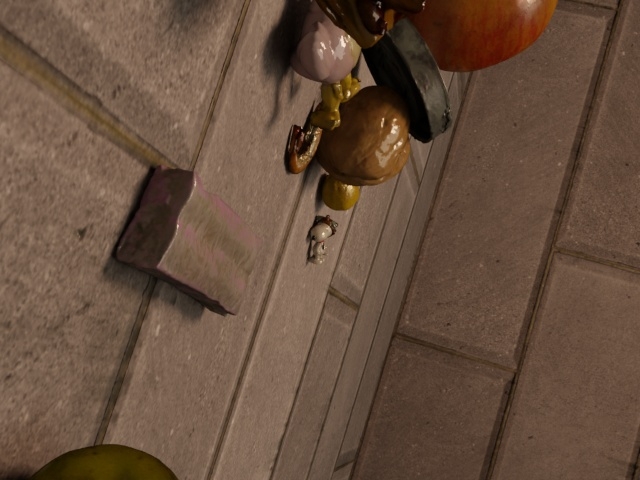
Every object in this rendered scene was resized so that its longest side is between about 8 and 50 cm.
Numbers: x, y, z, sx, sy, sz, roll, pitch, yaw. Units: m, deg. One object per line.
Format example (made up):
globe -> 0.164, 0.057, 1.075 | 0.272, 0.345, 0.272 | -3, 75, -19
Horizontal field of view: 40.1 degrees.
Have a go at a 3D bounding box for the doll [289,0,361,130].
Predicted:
doll -> 0.013, -0.312, 1.025 | 0.160, 0.094, 0.365 | -64, 165, -48

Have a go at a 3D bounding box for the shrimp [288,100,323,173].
shrimp -> -0.017, -0.155, 1.244 | 0.091, 0.025, 0.127 | 70, 40, -67

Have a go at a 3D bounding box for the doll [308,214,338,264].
doll -> 0.003, -0.001, 1.491 | 0.058, 0.040, 0.085 | -50, 151, -33

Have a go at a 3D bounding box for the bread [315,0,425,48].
bread -> 0.070, -0.372, 0.805 | 0.277, 0.167, 0.325 | 52, 47, -27

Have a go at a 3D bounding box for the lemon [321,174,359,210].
lemon -> 0.033, -0.081, 1.464 | 0.092, 0.065, 0.065 | 69, 38, -66

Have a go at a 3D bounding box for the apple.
apple -> 0.277, -0.466, 1.570 | 0.301, 0.301, 0.302 | 16, 90, -78

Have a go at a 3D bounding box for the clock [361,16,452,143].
clock -> 0.131, -0.260, 1.368 | 0.049, 0.226, 0.226 | -29, 157, -6

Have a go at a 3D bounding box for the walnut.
walnut -> 0.070, -0.159, 1.352 | 0.166, 0.149, 0.166 | -52, -176, 6

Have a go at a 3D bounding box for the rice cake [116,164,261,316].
rice cake -> -0.123, 0.008, 0.922 | 0.298, 0.050, 0.106 | 56, 51, -73

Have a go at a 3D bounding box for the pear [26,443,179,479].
pear -> -0.177, 0.263, 0.699 | 0.198, 0.198, 0.198 | 16, 90, -78
